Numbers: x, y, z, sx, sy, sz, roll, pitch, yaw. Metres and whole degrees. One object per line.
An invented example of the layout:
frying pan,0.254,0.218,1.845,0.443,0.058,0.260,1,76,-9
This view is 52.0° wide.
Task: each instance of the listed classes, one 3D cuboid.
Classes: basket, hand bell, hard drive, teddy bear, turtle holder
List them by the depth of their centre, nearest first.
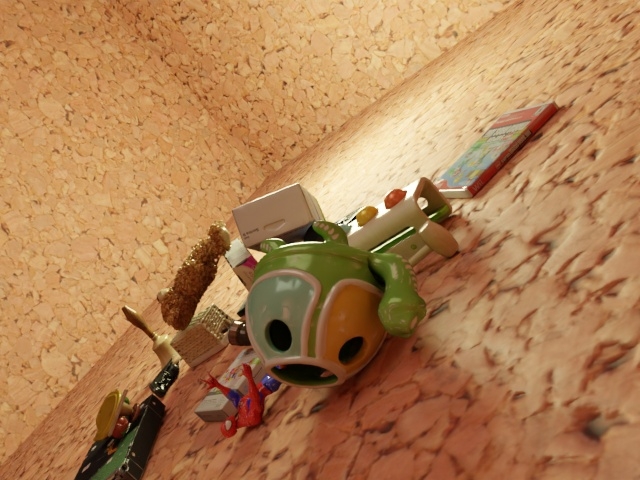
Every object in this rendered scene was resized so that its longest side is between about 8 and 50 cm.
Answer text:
turtle holder,0.025,0.126,1.109,0.321,0.243,0.227,3,57,15
hard drive,-0.507,0.544,1.609,0.237,0.064,0.339,-41,12,7
teddy bear,-0.361,0.086,1.864,0.338,0.113,0.245,-56,19,14
basket,-0.337,0.271,1.892,0.167,0.103,0.113,-33,17,31
hard drive,-0.194,0.168,1.981,0.094,0.022,0.135,-34,16,32
hand bell,-0.547,0.297,2.114,0.126,0.242,0.126,-39,13,11

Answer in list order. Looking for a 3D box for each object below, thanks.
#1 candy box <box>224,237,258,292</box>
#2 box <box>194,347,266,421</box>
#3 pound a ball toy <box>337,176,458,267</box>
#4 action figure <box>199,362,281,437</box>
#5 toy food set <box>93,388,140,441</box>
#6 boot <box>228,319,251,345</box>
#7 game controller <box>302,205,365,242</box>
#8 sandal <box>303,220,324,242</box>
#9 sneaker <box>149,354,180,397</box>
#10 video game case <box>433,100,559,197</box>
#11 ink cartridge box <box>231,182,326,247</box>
candy box,-0.199,0.093,1.872,0.071,0.159,0.233,-36,20,-6
box,-0.183,0.315,1.450,0.186,0.038,0.145,-50,15,-33
pound a ball toy,0.132,-0.006,1.341,0.319,0.135,0.208,-33,16,36
action figure,-0.116,0.247,1.274,0.280,0.139,0.091,-50,14,-20
toy food set,-0.505,0.448,1.651,0.218,0.071,0.128,-27,44,54
boot,-0.120,0.208,1.566,0.106,0.082,0.219,5,13,23
game controller,0.000,0.000,1.858,0.319,0.067,0.166,-30,18,41
sandal,-0.040,0.053,1.697,0.097,0.054,0.254,-33,36,39
sneaker,-0.454,0.400,1.936,0.089,0.051,0.170,-48,10,-4
video game case,0.380,-0.200,1.478,0.285,0.025,0.204,-45,13,-9
ink cartridge box,-0.108,-0.057,1.907,0.211,0.121,0.289,-22,-8,6
